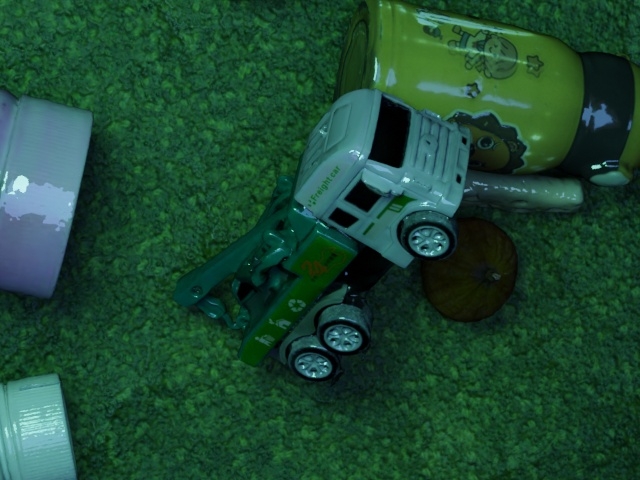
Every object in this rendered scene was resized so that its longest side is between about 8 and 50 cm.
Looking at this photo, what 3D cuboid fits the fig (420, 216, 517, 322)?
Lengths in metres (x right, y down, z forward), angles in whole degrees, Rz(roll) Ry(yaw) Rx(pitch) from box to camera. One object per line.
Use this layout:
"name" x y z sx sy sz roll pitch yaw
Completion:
"fig" 0.183 0.029 1.905 0.119 0.153 0.119 7 78 -34

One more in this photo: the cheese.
"cheese" 0.202 -0.056 1.930 0.194 0.065 0.043 5 69 -13

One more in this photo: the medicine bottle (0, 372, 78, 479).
"medicine bottle" -0.391 0.224 1.830 0.252 0.144 0.144 -12 99 -11

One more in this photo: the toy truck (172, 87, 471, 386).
"toy truck" 0.007 0.002 1.785 0.178 0.176 0.363 30 131 -17

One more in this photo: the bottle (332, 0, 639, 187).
"bottle" 0.201 -0.154 1.861 0.351 0.171 0.171 9 96 -10

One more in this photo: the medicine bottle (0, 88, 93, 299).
"medicine bottle" -0.411 -0.072 1.751 0.325 0.212 0.212 14 95 -10
